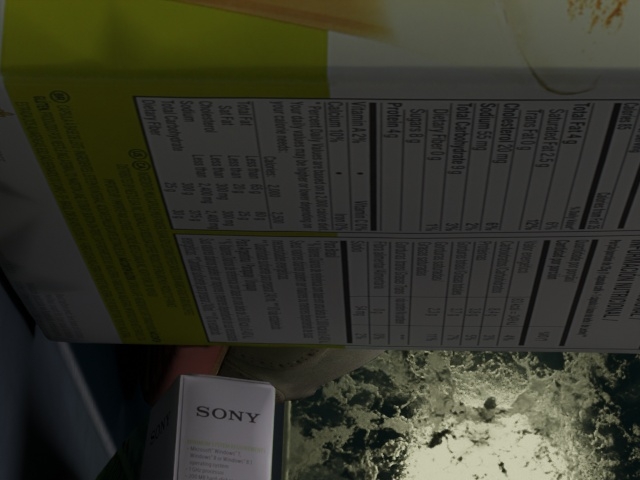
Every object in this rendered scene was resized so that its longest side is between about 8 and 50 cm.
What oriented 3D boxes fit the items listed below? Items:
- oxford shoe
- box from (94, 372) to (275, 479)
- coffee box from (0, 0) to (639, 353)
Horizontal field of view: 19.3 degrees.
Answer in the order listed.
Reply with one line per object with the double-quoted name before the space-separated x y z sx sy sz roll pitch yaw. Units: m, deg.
"oxford shoe" 0.000 0.000 1.198 0.397 0.146 0.140 133 -38 -59
"box" -0.087 0.255 0.980 0.232 0.058 0.322 129 -33 -61
"coffee box" 0.019 -0.154 0.862 0.338 0.334 0.338 84 7 -70
